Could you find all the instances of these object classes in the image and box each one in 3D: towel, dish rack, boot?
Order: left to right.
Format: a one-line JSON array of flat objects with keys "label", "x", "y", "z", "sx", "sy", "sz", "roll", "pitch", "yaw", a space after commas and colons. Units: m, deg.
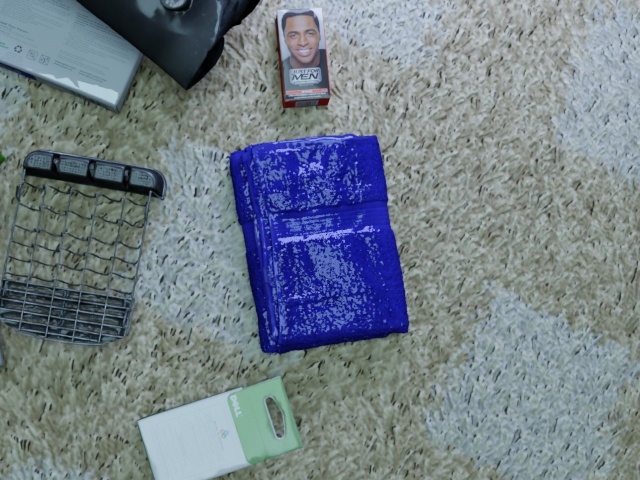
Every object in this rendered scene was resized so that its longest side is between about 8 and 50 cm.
[{"label": "boot", "x": -0.345, "y": -0.352, "z": 1.403, "sx": 0.445, "sy": 0.146, "sz": 0.367, "roll": 34, "pitch": 95, "yaw": -8}, {"label": "dish rack", "x": -0.343, "y": 0.010, "z": 1.434, "sx": 0.208, "sy": 0.074, "sz": 0.271, "roll": 10, "pitch": 84, "yaw": -3}, {"label": "towel", "x": 0.000, "y": 0.000, "z": 1.466, "sx": 0.228, "sy": 0.076, "sz": 0.308, "roll": -9, "pitch": 84, "yaw": -6}]

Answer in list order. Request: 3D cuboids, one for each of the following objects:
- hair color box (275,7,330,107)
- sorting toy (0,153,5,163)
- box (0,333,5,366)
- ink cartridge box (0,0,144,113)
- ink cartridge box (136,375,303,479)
[{"label": "hair color box", "x": -0.027, "y": -0.273, "z": 1.515, "sx": 0.072, "sy": 0.043, "sz": 0.141, "roll": -5, "pitch": 83, "yaw": -6}, {"label": "sorting toy", "x": -0.603, "y": -0.099, "z": 1.423, "sx": 0.348, "sy": 0.047, "sz": 0.196, "roll": 16, "pitch": 77, "yaw": 7}, {"label": "box", "x": -0.490, "y": 0.132, "z": 1.384, "sx": 0.087, "sy": 0.101, "sz": 0.102, "roll": -9, "pitch": 84, "yaw": -8}, {"label": "ink cartridge box", "x": -0.357, "y": -0.329, "z": 1.485, "sx": 0.223, "sy": 0.045, "sz": 0.224, "roll": 22, "pitch": 81, "yaw": -2}, {"label": "ink cartridge box", "x": -0.142, "y": 0.272, "z": 1.423, "sx": 0.209, "sy": 0.062, "sz": 0.109, "roll": -17, "pitch": 85, "yaw": -8}]
